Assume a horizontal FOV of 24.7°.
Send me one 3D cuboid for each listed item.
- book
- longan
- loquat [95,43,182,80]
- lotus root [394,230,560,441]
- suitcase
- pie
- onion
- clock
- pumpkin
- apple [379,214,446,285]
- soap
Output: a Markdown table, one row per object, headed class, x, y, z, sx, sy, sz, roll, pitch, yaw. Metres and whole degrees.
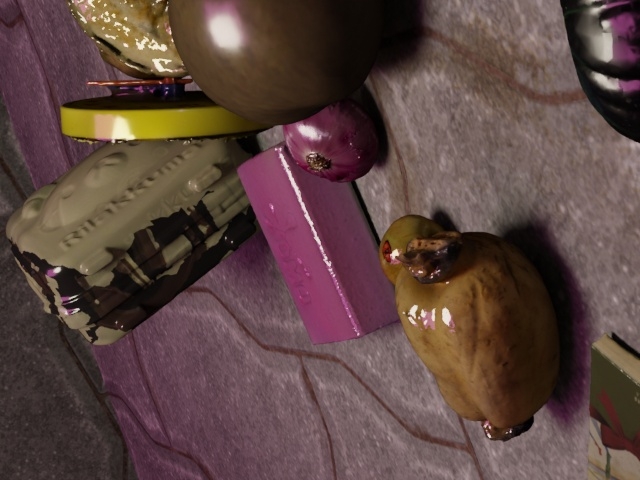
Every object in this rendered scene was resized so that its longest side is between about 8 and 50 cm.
| class | x | y | z | sx | sy | sz | roll | pitch | yaw |
| --- | --- | --- | --- | --- | --- | --- | --- | --- | --- |
| book | 0.318 | 0.246 | 1.361 | 0.201 | 0.026 | 0.289 | 41 | 147 | 47 |
| longan | -0.044 | -0.226 | 1.488 | 0.248 | 0.248 | 0.248 | 51 | 155 | 36 |
| loquat | -0.211 | -0.312 | 1.872 | 0.179 | 0.179 | 0.227 | 48 | 141 | 40 |
| lotus root | 0.155 | 0.082 | 1.438 | 0.154 | 0.140 | 0.257 | 19 | 141 | 46 |
| suitcase | -0.277 | -0.045 | 2.070 | 0.194 | 0.351 | 0.339 | 59 | 167 | -30 |
| pie | -0.183 | -0.321 | 1.735 | 0.055 | 0.274 | 0.274 | -60 | -43 | -63 |
| onion | 0.013 | -0.120 | 1.646 | 0.115 | 0.115 | 0.104 | 90 | -166 | -48 |
| clock | -0.184 | -0.170 | 1.819 | 0.293 | 0.277 | 0.071 | -158 | 64 | -63 |
| pumpkin | 0.225 | -0.158 | 0.960 | 0.150 | 0.194 | 0.194 | -24 | 89 | 41 |
| apple | 0.104 | 0.014 | 1.570 | 0.071 | 0.084 | 0.084 | -38 | 76 | 52 |
| soap | -0.002 | 0.001 | 1.816 | 0.259 | 0.081 | 0.181 | 67 | 160 | -2 |
